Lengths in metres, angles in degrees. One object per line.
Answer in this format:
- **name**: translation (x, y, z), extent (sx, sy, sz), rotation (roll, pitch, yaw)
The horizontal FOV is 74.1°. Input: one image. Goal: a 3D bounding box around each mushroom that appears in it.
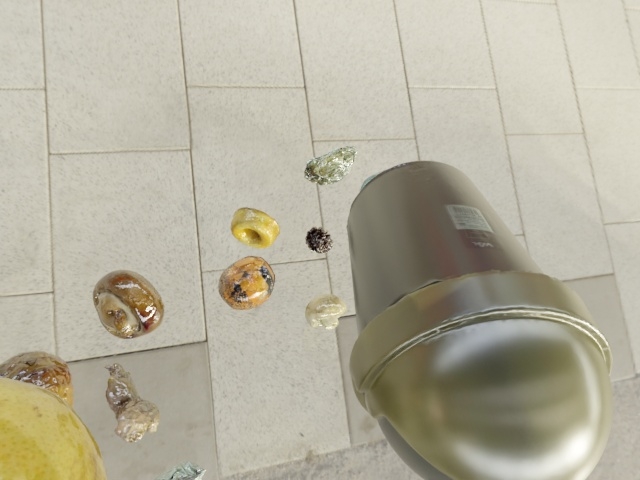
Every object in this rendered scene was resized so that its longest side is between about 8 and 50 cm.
- **mushroom**: translation (0.018, 0.238, 1.418), extent (0.148, 0.148, 0.112), rotation (-15, 60, -17)
- **mushroom**: translation (-0.620, 0.207, 1.370), extent (0.253, 0.253, 0.153), rotation (50, 32, -3)

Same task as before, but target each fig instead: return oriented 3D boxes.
- **fig**: translation (-0.810, 0.433, 1.040), extent (0.368, 0.286, 0.286), rotation (-4, 81, -48)

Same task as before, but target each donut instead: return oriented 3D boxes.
- **donut**: translation (-0.187, -0.031, 1.191), extent (0.151, 0.152, 0.058), rotation (27, 60, -10)

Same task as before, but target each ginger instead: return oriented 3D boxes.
- **ginger**: translation (-0.408, 0.344, 0.912), extent (0.084, 0.290, 0.122), rotation (-25, 108, -28)

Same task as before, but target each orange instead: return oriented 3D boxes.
- **orange**: translation (-0.298, 0.171, 1.707), extent (0.234, 0.234, 0.182), rotation (-43, 134, -17)

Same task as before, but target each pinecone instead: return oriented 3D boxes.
- **pinecone**: translation (0.000, 0.000, 1.201), extent (0.077, 0.083, 0.077), rotation (-16, 114, -40)

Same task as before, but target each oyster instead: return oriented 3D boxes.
- **oyster**: translation (0.033, -0.239, 1.357), extent (0.177, 0.125, 0.064), rotation (-12, 54, -9)

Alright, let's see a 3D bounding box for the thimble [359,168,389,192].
- **thimble**: translation (0.247, -0.159, 1.612), extent (0.198, 0.235, 0.143), rotation (41, 32, 8)

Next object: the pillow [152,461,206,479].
- **pillow**: translation (-0.529, 0.851, 1.361), extent (0.283, 0.310, 0.138), rotation (-22, 71, -50)

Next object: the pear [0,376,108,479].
- **pear**: translation (-0.389, 0.314, 0.468), extent (0.314, 0.314, 0.315), rotation (2, 81, -15)

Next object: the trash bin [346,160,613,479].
- **trash bin**: translation (0.127, 0.077, 0.419), extent (0.214, 0.214, 0.334), rotation (9, 36, -14)
